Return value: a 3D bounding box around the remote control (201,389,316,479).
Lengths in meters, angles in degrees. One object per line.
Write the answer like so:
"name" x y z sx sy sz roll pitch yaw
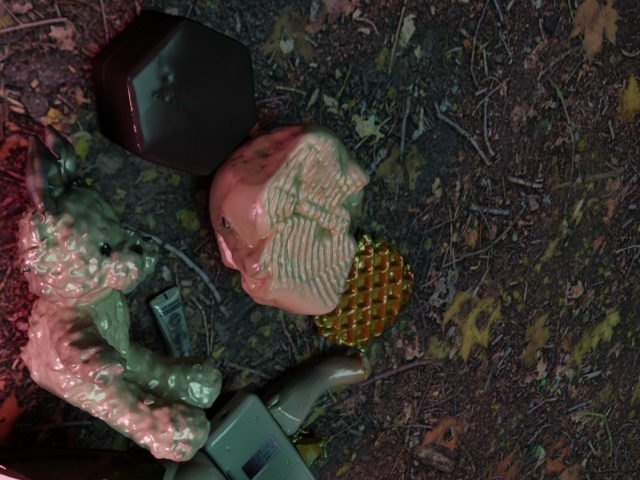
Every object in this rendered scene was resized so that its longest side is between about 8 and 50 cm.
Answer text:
"remote control" -0.109 0.411 1.551 0.140 0.056 0.296 -45 127 -22

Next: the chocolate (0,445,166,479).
"chocolate" -0.390 0.470 1.182 0.314 0.297 0.326 9 143 -27

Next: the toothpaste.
"toothpaste" -0.244 0.193 1.452 0.062 0.039 0.239 -30 124 -33

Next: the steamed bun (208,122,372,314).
"steamed bun" -0.065 -0.041 1.390 0.275 0.206 0.320 3 102 -44

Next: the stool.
"stool" -0.214 -0.216 1.232 0.232 0.141 0.232 -18 118 -36

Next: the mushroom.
"mushroom" -0.018 0.291 1.650 0.278 0.096 0.099 -28 133 -30

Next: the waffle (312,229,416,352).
"waffle" 0.087 0.109 1.699 0.243 0.058 0.238 38 85 -41

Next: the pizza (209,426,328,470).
"pizza" -0.096 0.475 1.679 0.287 0.075 0.280 -25 123 -35

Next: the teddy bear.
"teddy bear" -0.274 0.073 1.198 0.375 0.327 0.362 23 113 -6

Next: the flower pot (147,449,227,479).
"flower pot" -0.240 0.473 1.438 0.195 0.246 0.246 -41 130 -16
